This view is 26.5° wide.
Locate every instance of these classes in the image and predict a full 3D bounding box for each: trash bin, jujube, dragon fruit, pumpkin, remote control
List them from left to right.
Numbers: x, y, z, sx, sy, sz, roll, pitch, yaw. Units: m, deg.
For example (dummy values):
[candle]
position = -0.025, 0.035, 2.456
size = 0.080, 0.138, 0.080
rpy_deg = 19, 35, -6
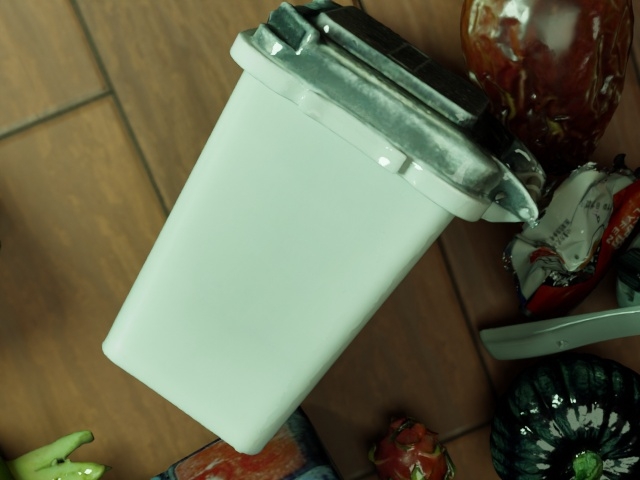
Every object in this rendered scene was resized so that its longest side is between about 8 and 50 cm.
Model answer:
[trash bin]
position = 0.000, 0.000, 1.222
size = 0.296, 0.256, 0.368
rpy_deg = 34, 106, 1
[dragon fruit]
position = 0.101, 0.244, 1.439
size = 0.081, 0.086, 0.116
rpy_deg = -34, 128, -15
[jujube]
position = 0.213, -0.174, 1.291
size = 0.168, 0.168, 0.236
rpy_deg = -10, 121, -11
[remote control]
position = 0.256, 0.098, 1.402
size = 0.184, 0.027, 0.050
rpy_deg = -12, 145, 25
[pumpkin]
position = 0.275, 0.208, 1.440
size = 0.194, 0.150, 0.194
rpy_deg = -14, 119, -27

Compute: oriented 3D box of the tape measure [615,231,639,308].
[tape measure]
position = 0.435, 0.066, 1.481
size = 0.164, 0.084, 0.330
rpy_deg = -49, 130, 7

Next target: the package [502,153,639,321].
[package]
position = 0.252, -0.003, 1.339
size = 0.194, 0.269, 0.071
rpy_deg = -42, 72, 11

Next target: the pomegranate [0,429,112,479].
[pomegranate]
position = -0.357, 0.271, 1.257
size = 0.340, 0.260, 0.260
rpy_deg = -21, 112, -20

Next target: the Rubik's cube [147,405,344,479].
[Rubik's cube]
position = -0.059, 0.402, 1.325
size = 0.313, 0.318, 0.316
rpy_deg = -30, 111, -3
